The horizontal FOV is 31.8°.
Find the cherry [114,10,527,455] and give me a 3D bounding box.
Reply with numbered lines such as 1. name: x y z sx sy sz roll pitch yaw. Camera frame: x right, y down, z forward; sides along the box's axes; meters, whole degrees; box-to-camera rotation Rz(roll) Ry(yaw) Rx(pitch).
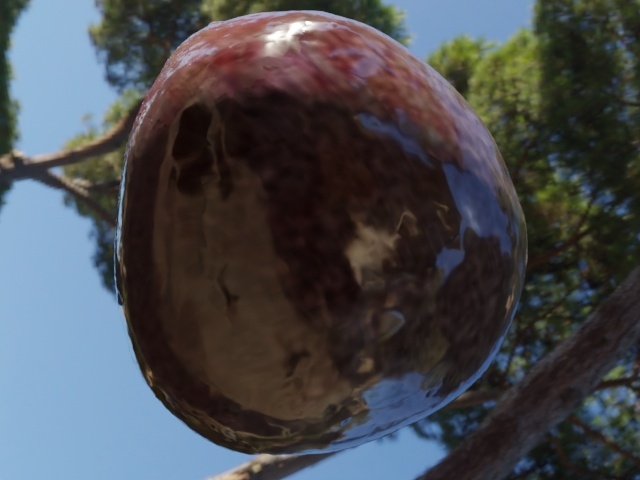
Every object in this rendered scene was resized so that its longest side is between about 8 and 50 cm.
1. cherry: 0.003 -0.003 0.443 0.140 0.176 0.176 28 -56 57
